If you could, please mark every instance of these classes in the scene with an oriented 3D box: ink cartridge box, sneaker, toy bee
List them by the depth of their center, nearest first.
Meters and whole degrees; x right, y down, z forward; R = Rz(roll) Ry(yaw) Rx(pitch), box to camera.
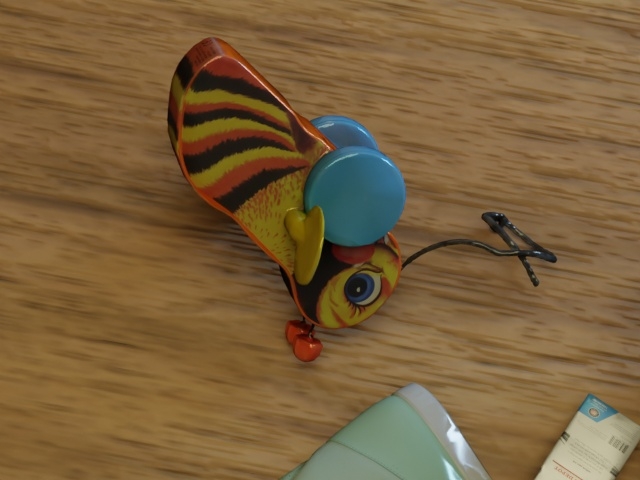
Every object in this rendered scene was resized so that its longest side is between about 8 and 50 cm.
[{"bbox_3d":[0.074,0.234,1.271,0.151,0.094,0.256,-30,64,-16],"label":"sneaker"},{"bbox_3d":[0.000,0.000,1.319,0.298,0.195,0.162,35,99,0],"label":"toy bee"},{"bbox_3d":[0.186,0.157,1.333,0.048,0.028,0.083,33,74,10],"label":"ink cartridge box"}]
